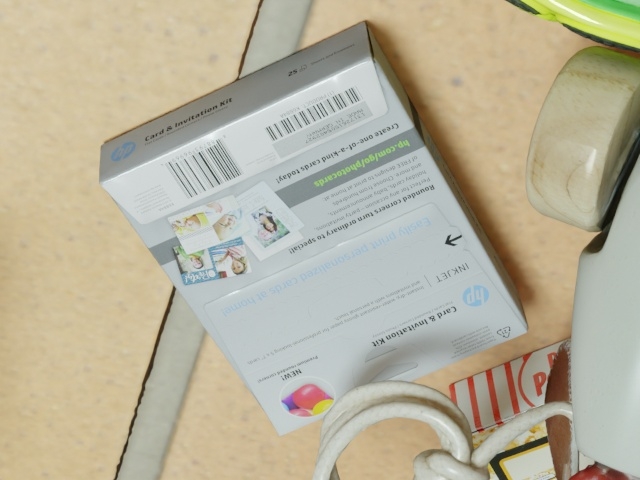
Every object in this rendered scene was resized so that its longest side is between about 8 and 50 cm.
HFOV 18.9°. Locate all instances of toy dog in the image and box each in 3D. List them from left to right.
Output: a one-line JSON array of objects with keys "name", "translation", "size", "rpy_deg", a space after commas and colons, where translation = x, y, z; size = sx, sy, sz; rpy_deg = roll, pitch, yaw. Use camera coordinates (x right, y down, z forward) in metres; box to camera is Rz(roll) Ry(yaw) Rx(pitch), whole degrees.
[{"name": "toy dog", "translation": [0.167, 0.058, 0.908], "size": [0.220, 0.161, 0.333], "rpy_deg": [42, 116, 21]}]

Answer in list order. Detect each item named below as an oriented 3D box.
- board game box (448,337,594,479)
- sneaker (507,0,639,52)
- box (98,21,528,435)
[{"name": "board game box", "translation": [0.176, 0.131, 1.051], "size": [0.147, 0.045, 0.193], "rpy_deg": [-22, 125, 12]}, {"name": "sneaker", "translation": [0.207, -0.139, 0.834], "size": [0.295, 0.109, 0.123], "rpy_deg": [0, 100, 0]}, {"name": "box", "translation": [0.000, 0.000, 0.945], "size": [0.145, 0.038, 0.186], "rpy_deg": [-24, 124, 13]}]
